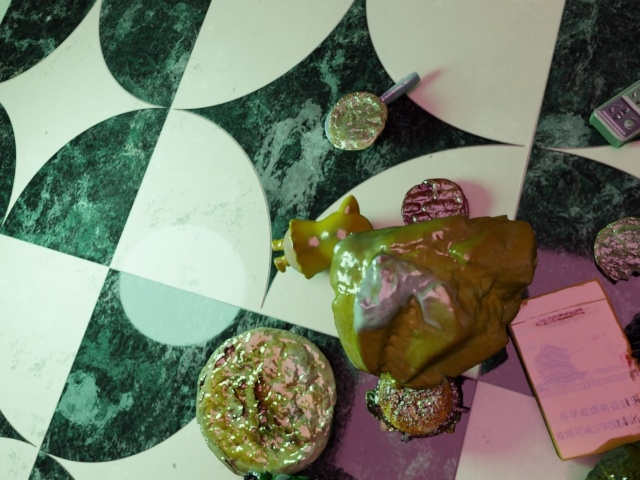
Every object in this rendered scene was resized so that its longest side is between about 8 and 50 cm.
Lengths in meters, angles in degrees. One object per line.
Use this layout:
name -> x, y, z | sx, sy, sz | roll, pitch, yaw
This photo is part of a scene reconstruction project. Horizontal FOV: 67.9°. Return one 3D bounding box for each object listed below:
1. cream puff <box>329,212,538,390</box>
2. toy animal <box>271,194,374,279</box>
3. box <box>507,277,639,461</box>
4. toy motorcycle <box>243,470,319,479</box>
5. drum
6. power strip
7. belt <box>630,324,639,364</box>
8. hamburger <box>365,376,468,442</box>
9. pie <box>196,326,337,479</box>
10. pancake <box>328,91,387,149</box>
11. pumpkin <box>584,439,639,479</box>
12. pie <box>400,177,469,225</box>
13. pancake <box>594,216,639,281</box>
cream puff -> 0.187, 0.112, 0.825 | 0.379, 0.378, 0.275 | -12, 81, 18
toy animal -> 0.002, 0.005, 1.044 | 0.230, 0.156, 0.155 | -19, 68, 19
box -> 0.454, 0.222, 0.836 | 0.175, 0.076, 0.273 | -20, 68, 13
toy motorcycle -> -0.049, 0.558, 0.886 | 0.187, 0.125, 0.274 | -33, 76, 37
drum -> 0.130, -0.300, 1.134 | 0.254, 0.049, 0.129 | -21, 67, 14
power strip -> 0.660, -0.251, 0.916 | 0.216, 0.061, 0.145 | -35, 72, 9
belt -> 0.662, 0.203, 0.712 | 0.325, 0.122, 0.260 | 39, 76, 20
hamburger -> 0.175, 0.299, 0.911 | 0.190, 0.093, 0.163 | -18, 69, 17
pie -> -0.125, 0.346, 1.020 | 0.340, 0.077, 0.338 | -5, 75, 17
pancake -> 0.083, -0.275, 1.103 | 0.152, 0.025, 0.151 | -6, 73, 20
pumpkin -> 0.504, 0.417, 0.719 | 0.219, 0.162, 0.218 | 1, 95, 6
pie -> 0.247, -0.063, 1.025 | 0.154, 0.038, 0.153 | -5, 75, 20
pancake -> 0.578, 0.013, 0.880 | 0.130, 0.022, 0.116 | -15, 67, 17
